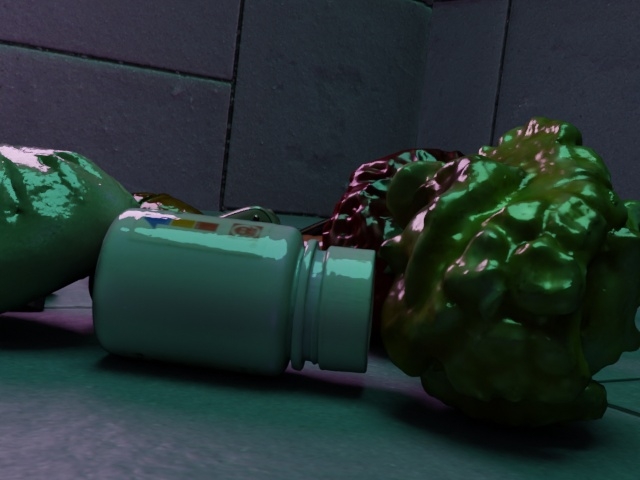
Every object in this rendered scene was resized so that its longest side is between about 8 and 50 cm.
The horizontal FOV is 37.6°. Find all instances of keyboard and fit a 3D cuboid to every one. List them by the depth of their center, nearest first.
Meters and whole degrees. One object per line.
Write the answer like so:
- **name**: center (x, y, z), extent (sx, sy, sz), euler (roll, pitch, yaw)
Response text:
- **keyboard**: center (0.000, 0.000, 2.039), extent (0.106, 0.027, 0.317), euler (19, -21, -24)

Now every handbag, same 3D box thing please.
- **handbag**: center (-0.194, -0.013, 1.831), extent (0.241, 0.109, 0.315), euler (-18, 11, -7)

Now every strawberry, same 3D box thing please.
- **strawberry**: center (0.143, 0.021, 1.354), extent (0.317, 0.295, 0.345), euler (-32, -3, -16)

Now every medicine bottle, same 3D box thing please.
- **medicine bottle**: center (-0.087, 0.060, 1.031), extent (0.292, 0.170, 0.170), euler (6, 5, 6)

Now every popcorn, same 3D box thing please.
- **popcorn**: center (0.205, 0.041, 0.971), extent (0.274, 0.279, 0.335), euler (-11, 19, 21)

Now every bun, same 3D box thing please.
- **bun**: center (-0.372, -0.029, 1.119), extent (0.293, 0.187, 0.293), euler (-17, 13, 4)

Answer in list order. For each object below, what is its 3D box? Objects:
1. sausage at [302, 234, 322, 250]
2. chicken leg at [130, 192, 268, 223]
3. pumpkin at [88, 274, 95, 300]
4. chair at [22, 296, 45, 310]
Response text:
- **sausage**: center (0.110, 0.049, 1.894), extent (0.418, 0.094, 0.094), euler (8, -34, 31)
- **chicken leg**: center (-0.262, -0.008, 1.531), extent (0.211, 0.140, 0.361), euler (-29, 23, -34)
- **pumpkin**: center (-0.221, 0.051, 1.240), extent (0.167, 0.125, 0.167), euler (-5, -10, -1)
- **chair**: center (-0.441, 0.032, 1.348), extent (0.140, 0.221, 0.145), euler (5, -38, -10)
